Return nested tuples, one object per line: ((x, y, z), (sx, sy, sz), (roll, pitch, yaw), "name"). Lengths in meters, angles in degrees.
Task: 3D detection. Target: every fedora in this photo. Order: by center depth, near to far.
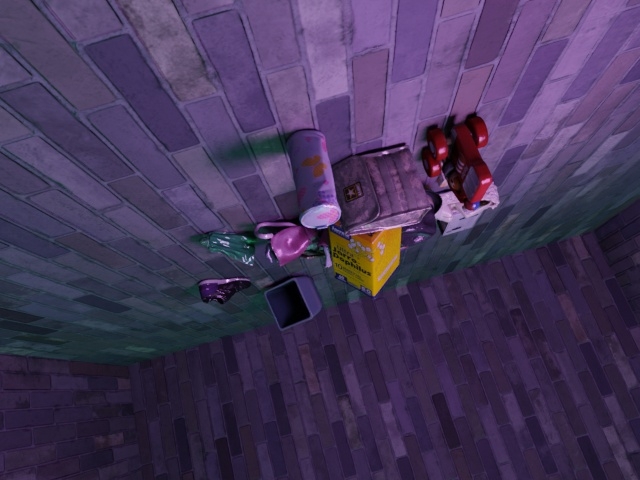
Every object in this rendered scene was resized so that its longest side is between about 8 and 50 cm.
((0.347, -0.068, 1.839), (0.334, 0.152, 0.334), (-11, 153, -6), "fedora")

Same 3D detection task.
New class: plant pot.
((-0.130, 0.346, 2.682), (0.247, 0.247, 0.252), (-27, 174, 28), "plant pot")

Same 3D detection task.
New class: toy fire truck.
((0.456, -0.231, 1.482), (0.169, 0.253, 0.302), (-16, 161, 0), "toy fire truck")

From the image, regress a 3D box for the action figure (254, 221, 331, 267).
((-0.047, -0.043, 1.817), (0.370, 0.248, 0.275), (-28, 120, 3), "action figure")

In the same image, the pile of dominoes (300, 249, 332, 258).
((-0.053, 0.064, 2.036), (0.196, 0.040, 0.251), (-4, -169, -36), "pile of dominoes")

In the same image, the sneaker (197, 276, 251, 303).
((-0.478, 0.263, 2.316), (0.283, 0.124, 0.107), (-1, 157, -38), "sneaker")

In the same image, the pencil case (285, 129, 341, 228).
((-0.022, -0.169, 1.251), (0.114, 0.273, 0.124), (-4, 152, -14), "pencil case")

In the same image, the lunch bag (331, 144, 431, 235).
((0.176, -0.156, 1.493), (0.287, 0.235, 0.169), (-13, 164, -7), "lunch bag")

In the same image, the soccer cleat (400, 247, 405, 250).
((0.374, 0.034, 2.409), (0.318, 0.108, 0.116), (-32, 160, 32), "soccer cleat")

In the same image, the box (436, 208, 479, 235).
((0.676, -0.125, 2.222), (0.169, 0.087, 0.290), (-17, 162, 2), "box")

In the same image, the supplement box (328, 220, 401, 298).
((0.171, 0.020, 1.722), (0.195, 0.194, 0.356), (-48, 150, -28), "supplement box")

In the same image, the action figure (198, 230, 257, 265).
((-0.359, 0.016, 1.763), (0.232, 0.137, 0.063), (13, 160, -40), "action figure")

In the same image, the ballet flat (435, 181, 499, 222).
((0.592, -0.155, 2.003), (0.409, 0.147, 0.147), (-15, 161, -1), "ballet flat")

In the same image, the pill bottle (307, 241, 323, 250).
((0.000, 0.000, 2.024), (0.152, 0.086, 0.086), (-8, 159, -23), "pill bottle")

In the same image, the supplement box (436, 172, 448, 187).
((0.522, -0.249, 1.824), (0.098, 0.036, 0.062), (-13, 160, -10), "supplement box")

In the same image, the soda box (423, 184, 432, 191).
((0.379, -0.167, 1.906), (0.181, 0.058, 0.061), (-20, 161, 12), "soda box")
